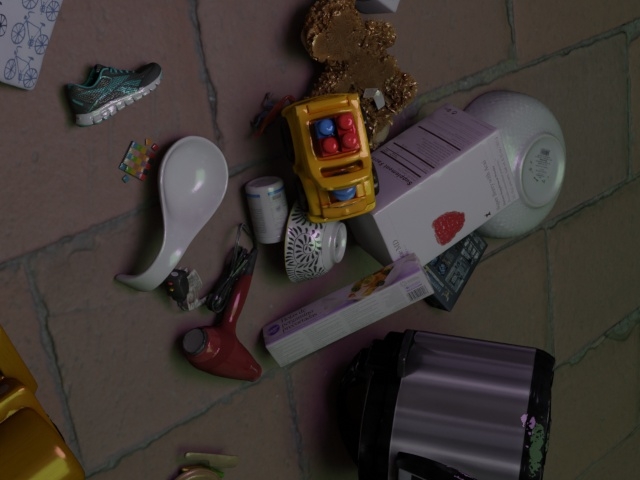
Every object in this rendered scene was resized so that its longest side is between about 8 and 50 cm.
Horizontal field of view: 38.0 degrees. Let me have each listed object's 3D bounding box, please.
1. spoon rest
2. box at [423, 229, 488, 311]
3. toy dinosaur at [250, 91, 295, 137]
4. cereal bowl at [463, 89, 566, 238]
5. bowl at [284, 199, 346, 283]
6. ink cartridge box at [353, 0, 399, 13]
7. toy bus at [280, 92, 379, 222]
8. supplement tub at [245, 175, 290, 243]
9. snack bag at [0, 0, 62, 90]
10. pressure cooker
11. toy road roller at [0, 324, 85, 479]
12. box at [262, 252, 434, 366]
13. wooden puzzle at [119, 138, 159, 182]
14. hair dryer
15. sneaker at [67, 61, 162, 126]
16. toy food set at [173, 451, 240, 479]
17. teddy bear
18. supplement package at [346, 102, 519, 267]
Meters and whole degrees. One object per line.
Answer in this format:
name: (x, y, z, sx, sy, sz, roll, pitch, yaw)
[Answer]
spoon rest: (-0.238, -0.041, 1.533, 0.137, 0.084, 0.276, 31, 80, -41)
box: (0.247, 0.016, 1.985, 0.233, 0.059, 0.183, 44, 70, -38)
toy dinosaur: (-0.078, -0.221, 1.638, 0.082, 0.090, 0.047, -37, 124, 26)
cereal bowl: (0.434, -0.161, 2.054, 0.339, 0.141, 0.338, -11, 108, -38)
bowl: (0.000, 0.000, 1.703, 0.170, 0.080, 0.170, 7, 90, -73)
ink cartridge box: (0.065, -0.525, 1.676, 0.212, 0.093, 0.154, 25, 83, -43)
toy bus: (0.028, -0.140, 1.556, 0.150, 0.211, 0.220, -13, 95, -7)
supplement tub: (-0.092, -0.056, 1.665, 0.071, 0.071, 0.107, -25, 117, -35)
snack bag: (-0.411, -0.383, 1.209, 0.323, 0.037, 0.342, 10, 97, -79)
pressure cooker: (0.237, 0.367, 1.838, 0.375, 0.421, 0.369, 18, 81, -76)
toy road roller: (-0.467, 0.270, 1.300, 0.202, 0.241, 0.329, -39, 123, -28)
box: (0.049, 0.128, 1.718, 0.324, 0.063, 0.067, -28, 123, 9)
wooden puzzle: (-0.296, -0.130, 1.512, 0.049, 0.006, 0.083, 30, 80, -41)
hair dryer: (-0.154, 0.138, 1.647, 0.224, 0.080, 0.293, -32, 126, -38)
sneaker: (-0.317, -0.242, 1.432, 0.166, 0.065, 0.076, -39, 119, -30)
toy food set: (-0.232, 0.470, 1.697, 0.132, 0.038, 0.192, 17, 94, -35)
teddy bear: (0.062, -0.316, 1.727, 0.338, 0.113, 0.245, 22, 98, -46)
supplement package: (0.200, -0.096, 1.786, 0.293, 0.175, 0.177, -34, 127, -11)
